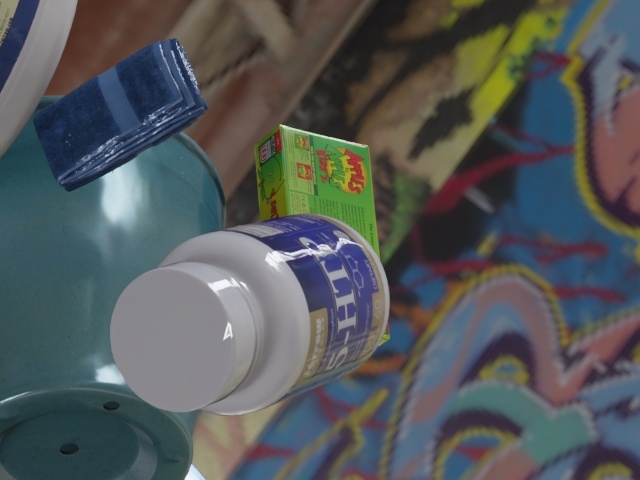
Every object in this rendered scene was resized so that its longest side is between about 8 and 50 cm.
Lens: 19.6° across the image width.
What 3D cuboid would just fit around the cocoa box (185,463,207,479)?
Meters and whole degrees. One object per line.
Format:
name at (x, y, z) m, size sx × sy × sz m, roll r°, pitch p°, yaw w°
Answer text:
cocoa box at (-0.234, 0.330, 1.502) m, size 0.347 × 0.231 × 0.228 m, roll -22°, pitch -29°, yaw -48°

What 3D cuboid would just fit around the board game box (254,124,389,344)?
board game box at (0.000, 0.000, 1.540) m, size 0.043 × 0.092 × 0.181 m, roll -36°, pitch 51°, yaw 47°

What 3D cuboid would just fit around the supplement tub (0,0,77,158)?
supplement tub at (-0.352, -0.187, 1.244) m, size 0.235 × 0.325 × 0.235 m, roll -36°, pitch 42°, yaw 40°

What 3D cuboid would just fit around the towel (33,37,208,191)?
towel at (-0.139, -0.087, 1.264) m, size 0.119 × 0.067 × 0.029 m, roll -29°, pitch -22°, yaw 12°

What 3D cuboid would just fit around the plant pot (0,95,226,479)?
plant pot at (-0.197, 0.072, 1.426) m, size 0.255 × 0.272 × 0.271 m, roll -99°, pitch 29°, yaw -43°

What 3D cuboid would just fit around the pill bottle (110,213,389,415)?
pill bottle at (-0.043, 0.047, 1.126) m, size 0.112 × 0.112 × 0.187 m, roll -57°, pitch -18°, yaw 21°
